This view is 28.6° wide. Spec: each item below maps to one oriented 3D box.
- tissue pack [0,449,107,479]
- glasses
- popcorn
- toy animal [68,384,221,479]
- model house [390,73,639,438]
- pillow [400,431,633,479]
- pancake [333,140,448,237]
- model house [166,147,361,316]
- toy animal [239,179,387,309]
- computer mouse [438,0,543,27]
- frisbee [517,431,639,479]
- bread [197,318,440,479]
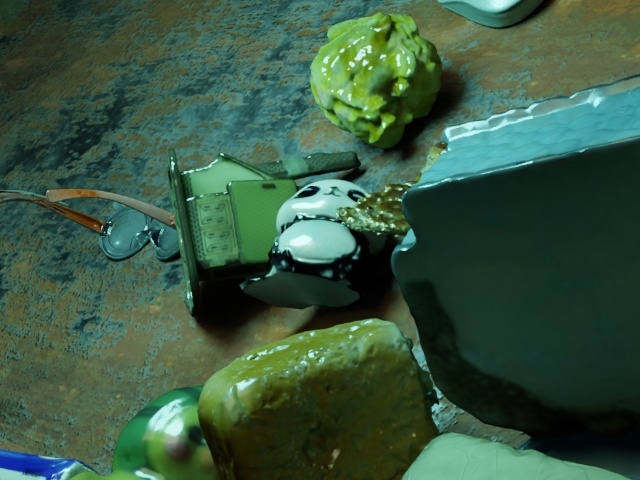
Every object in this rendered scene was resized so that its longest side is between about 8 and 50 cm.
[{"bbox_3d":[-0.405,0.376,1.598,0.269,0.137,0.209,-2,48,40],"label":"tissue pack"},{"bbox_3d":[-0.344,-0.060,1.935,0.234,0.268,0.118,3,71,45],"label":"glasses"},{"bbox_3d":[0.079,-0.227,1.783,0.187,0.167,0.185,16,63,49],"label":"popcorn"},{"bbox_3d":[-0.186,0.315,1.390,0.338,0.216,0.191,-54,8,-25],"label":"toy animal"},{"bbox_3d":[0.290,-0.030,1.219,0.360,0.297,0.339,-14,26,32],"label":"model house"},{"bbox_3d":[0.128,0.280,1.083,0.280,0.076,0.274,5,42,50],"label":"pillow"},{"bbox_3d":[0.140,-0.041,1.515,0.244,0.057,0.266,-6,33,-4],"label":"pancake"},{"bbox_3d":[-0.066,-0.026,1.750,0.278,0.218,0.205,-9,-9,-6],"label":"model house"},{"bbox_3d":[0.000,0.000,1.609,0.166,0.138,0.179,13,54,10],"label":"toy animal"},{"bbox_3d":[0.256,-0.390,1.881,0.128,0.079,0.231,-42,29,-6],"label":"computer mouse"},{"bbox_3d":[0.268,0.255,1.122,0.289,0.049,0.289,-26,29,16],"label":"frisbee"},{"bbox_3d":[0.005,0.194,1.307,0.246,0.195,0.176,-19,7,-16],"label":"bread"}]
